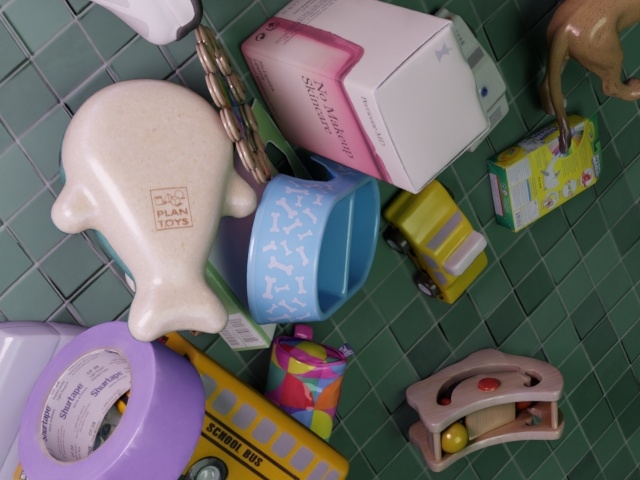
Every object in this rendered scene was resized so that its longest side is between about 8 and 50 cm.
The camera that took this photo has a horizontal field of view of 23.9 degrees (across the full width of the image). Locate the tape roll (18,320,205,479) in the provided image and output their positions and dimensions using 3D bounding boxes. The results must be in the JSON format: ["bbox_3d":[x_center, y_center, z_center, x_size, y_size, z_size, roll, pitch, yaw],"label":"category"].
[{"bbox_3d":[-0.214,0.183,1.545,0.080,0.189,0.189,38,83,-40],"label":"tape roll"}]

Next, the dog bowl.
[{"bbox_3d":[0.000,0.000,1.692,0.297,0.074,0.165,-37,133,-70],"label":"dog bowl"}]

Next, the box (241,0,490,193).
[{"bbox_3d":[0.047,-0.169,1.656,0.127,0.232,0.148,-42,129,-20],"label":"box"}]

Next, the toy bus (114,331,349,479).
[{"bbox_3d":[-0.084,0.242,1.707,0.333,0.108,0.130,40,84,-35],"label":"toy bus"}]

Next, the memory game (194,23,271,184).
[{"bbox_3d":[-0.091,-0.144,1.602,0.012,0.186,0.186,-21,127,7],"label":"memory game"}]

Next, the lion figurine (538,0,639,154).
[{"bbox_3d":[0.384,-0.318,1.921,0.392,0.142,0.240,-59,151,-14],"label":"lion figurine"}]

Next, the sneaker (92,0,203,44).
[{"bbox_3d":[-0.325,-0.278,1.376,0.257,0.169,0.447,-48,124,-2],"label":"sneaker"}]

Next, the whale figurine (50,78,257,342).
[{"bbox_3d":[-0.173,-0.026,1.549,0.216,0.141,0.272,-8,77,-25],"label":"whale figurine"}]

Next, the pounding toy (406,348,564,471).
[{"bbox_3d":[0.245,0.250,2.055,0.270,0.154,0.154,-23,122,-31],"label":"pounding toy"}]

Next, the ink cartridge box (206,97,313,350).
[{"bbox_3d":[-0.086,-0.018,1.711,0.171,0.056,0.235,54,39,-40],"label":"ink cartridge box"}]

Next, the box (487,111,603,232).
[{"bbox_3d":[0.307,-0.098,2.036,0.179,0.043,0.105,-28,124,-25],"label":"box"}]

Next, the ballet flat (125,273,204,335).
[{"bbox_3d":[-0.173,0.043,1.678,0.067,0.073,0.206,-45,129,-2],"label":"ballet flat"}]

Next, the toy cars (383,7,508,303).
[{"bbox_3d":[0.174,-0.091,1.895,0.176,0.087,0.393,-10,114,-37],"label":"toy cars"}]

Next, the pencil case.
[{"bbox_3d":[-0.032,0.229,1.854,0.104,0.104,0.236,1,108,-40],"label":"pencil case"}]

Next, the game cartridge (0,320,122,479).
[{"bbox_3d":[-0.263,0.198,1.672,0.297,0.062,0.198,22,97,-41],"label":"game cartridge"}]
